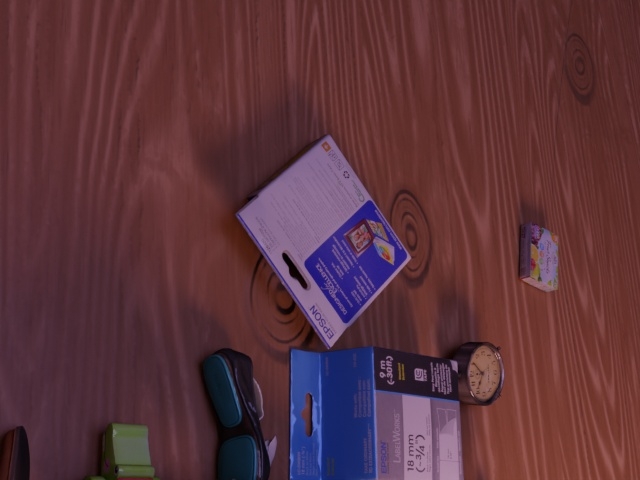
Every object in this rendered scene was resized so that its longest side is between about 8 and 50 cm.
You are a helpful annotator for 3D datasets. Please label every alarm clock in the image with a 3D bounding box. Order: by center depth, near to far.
[{"bbox_3d":[0.307,0.272,1.880,0.192,0.064,0.129,7,81,-48],"label":"alarm clock"}]

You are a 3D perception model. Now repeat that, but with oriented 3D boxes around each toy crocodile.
[{"bbox_3d":[-0.285,0.433,1.320,0.115,0.105,0.341,18,64,-34],"label":"toy crocodile"}]

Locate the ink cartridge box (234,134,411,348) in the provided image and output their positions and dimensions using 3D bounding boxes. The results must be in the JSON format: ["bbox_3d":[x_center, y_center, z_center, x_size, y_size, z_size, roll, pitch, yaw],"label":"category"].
[{"bbox_3d":[0.000,0.000,1.734,0.307,0.072,0.304,-43,105,-38],"label":"ink cartridge box"}]

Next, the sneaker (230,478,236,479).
[{"bbox_3d":[-0.144,0.408,1.326,0.410,0.182,0.158,12,93,-20],"label":"sneaker"}]

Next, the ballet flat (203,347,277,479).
[{"bbox_3d":[-0.120,0.313,1.511,0.096,0.095,0.281,6,71,-51],"label":"ballet flat"}]

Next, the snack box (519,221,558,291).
[{"bbox_3d":[0.514,0.039,2.161,0.100,0.037,0.141,24,61,-33],"label":"snack box"}]

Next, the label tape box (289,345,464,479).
[{"bbox_3d":[0.108,0.326,1.682,0.333,0.106,0.241,14,66,-36],"label":"label tape box"}]

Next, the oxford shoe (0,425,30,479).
[{"bbox_3d":[-0.442,0.352,1.248,0.076,0.076,0.212,1,57,2],"label":"oxford shoe"}]
